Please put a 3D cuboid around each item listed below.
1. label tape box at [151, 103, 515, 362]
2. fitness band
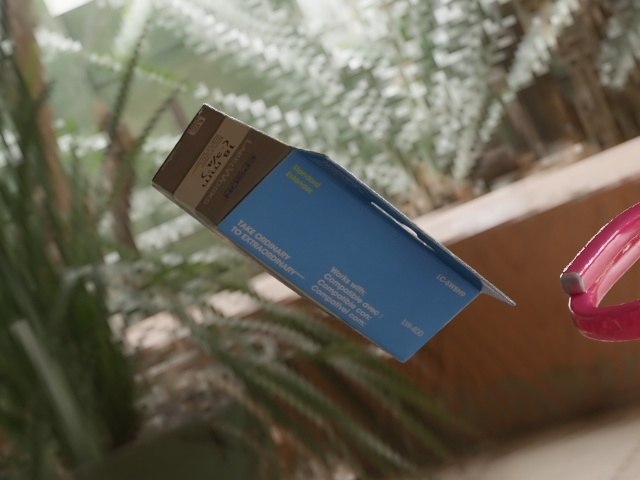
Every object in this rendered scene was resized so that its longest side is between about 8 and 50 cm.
[{"bbox_3d":[0.000,0.000,1.745,0.106,0.241,0.334,-54,24,-3],"label":"label tape box"},{"bbox_3d":[0.385,0.015,2.024,0.209,0.054,0.291,-7,25,41],"label":"fitness band"}]
